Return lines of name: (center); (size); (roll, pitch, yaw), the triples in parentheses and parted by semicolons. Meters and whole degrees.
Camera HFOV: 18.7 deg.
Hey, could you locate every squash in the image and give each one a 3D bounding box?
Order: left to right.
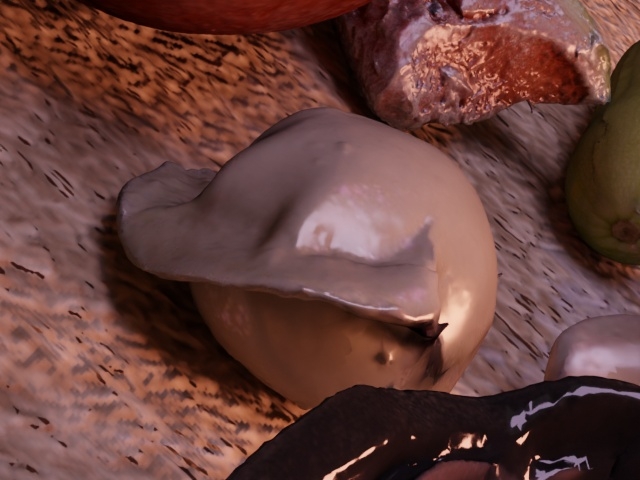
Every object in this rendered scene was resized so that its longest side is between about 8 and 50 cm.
squash: (0.185, -0.059, 1.084); (0.083, 0.083, 0.250); (42, 26, -6)

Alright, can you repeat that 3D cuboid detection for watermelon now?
watermelon: (0.065, -0.109, 0.976); (0.187, 0.071, 0.139); (26, 46, 1)

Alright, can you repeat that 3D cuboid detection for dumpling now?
dumpling: (-0.001, 0.001, 0.751); (0.150, 0.092, 0.176); (30, 34, 1)

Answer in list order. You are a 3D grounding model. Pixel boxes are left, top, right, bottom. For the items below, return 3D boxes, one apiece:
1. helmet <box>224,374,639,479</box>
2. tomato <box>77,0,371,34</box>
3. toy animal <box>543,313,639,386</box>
helmet: (0.067, 0.144, 0.581); (0.253, 0.154, 0.198); (-16, 52, -38)
tomato: (-0.076, -0.196, 0.847); (0.338, 0.144, 0.338); (30, 30, -19)
toy animal: (0.281, 0.087, 0.899); (0.367, 0.196, 0.241); (33, 31, -26)
